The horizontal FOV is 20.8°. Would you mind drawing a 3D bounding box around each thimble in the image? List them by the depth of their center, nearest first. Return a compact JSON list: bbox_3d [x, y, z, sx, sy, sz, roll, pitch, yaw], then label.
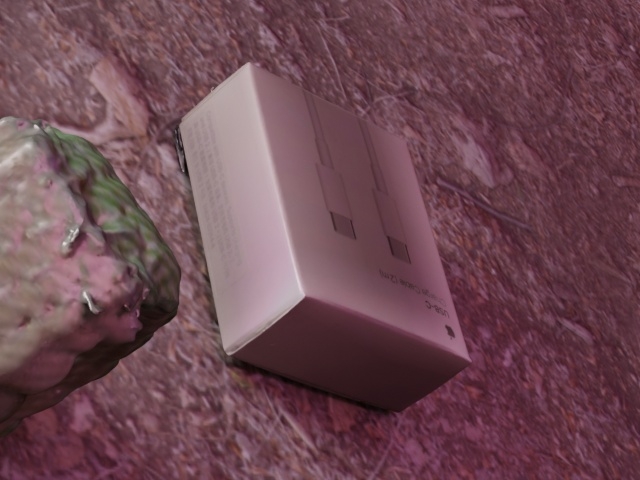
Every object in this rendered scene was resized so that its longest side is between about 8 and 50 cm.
[{"bbox_3d":[-0.198,0.034,1.045,0.150,0.219,0.219,55,30,3],"label":"thimble"}]

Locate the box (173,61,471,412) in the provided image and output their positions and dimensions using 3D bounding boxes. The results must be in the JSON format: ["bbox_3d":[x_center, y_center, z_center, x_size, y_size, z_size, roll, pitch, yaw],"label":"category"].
[{"bbox_3d":[0.000,0.000,1.467,0.203,0.106,0.252,24,41,-41],"label":"box"}]
